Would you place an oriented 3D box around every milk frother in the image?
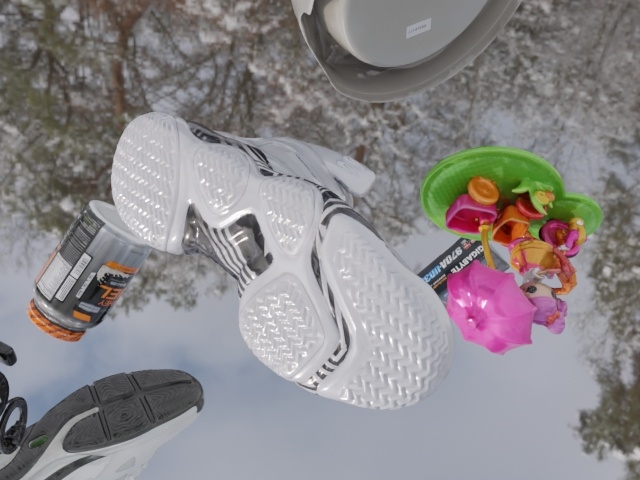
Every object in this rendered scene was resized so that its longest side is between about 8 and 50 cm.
[{"bbox_3d":[-0.443,0.195,0.994,0.135,0.143,0.129,16,-155,26],"label":"milk frother"}]

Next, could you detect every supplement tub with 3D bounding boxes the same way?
[{"bbox_3d":[-0.338,0.047,1.172,0.117,0.190,0.117,34,-170,-7],"label":"supplement tub"}]

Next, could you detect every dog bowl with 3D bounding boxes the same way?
[{"bbox_3d":[0.116,-0.348,1.041,0.349,0.348,0.102,-13,-128,-28],"label":"dog bowl"}]

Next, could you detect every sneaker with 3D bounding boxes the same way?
[{"bbox_3d":[-0.388,0.406,1.383,0.448,0.257,0.169,-24,-147,-16],"label":"sneaker"},{"bbox_3d":[0.000,0.000,0.685,0.366,0.137,0.210,34,-158,35],"label":"sneaker"}]

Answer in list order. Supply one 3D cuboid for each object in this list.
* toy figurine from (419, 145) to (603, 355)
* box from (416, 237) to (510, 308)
[{"bbox_3d":[0.168,0.026,0.695,0.173,0.130,0.159,17,-127,-11],"label":"toy figurine"},{"bbox_3d":[0.214,0.068,1.314,0.051,0.175,0.220,52,-170,19],"label":"box"}]
